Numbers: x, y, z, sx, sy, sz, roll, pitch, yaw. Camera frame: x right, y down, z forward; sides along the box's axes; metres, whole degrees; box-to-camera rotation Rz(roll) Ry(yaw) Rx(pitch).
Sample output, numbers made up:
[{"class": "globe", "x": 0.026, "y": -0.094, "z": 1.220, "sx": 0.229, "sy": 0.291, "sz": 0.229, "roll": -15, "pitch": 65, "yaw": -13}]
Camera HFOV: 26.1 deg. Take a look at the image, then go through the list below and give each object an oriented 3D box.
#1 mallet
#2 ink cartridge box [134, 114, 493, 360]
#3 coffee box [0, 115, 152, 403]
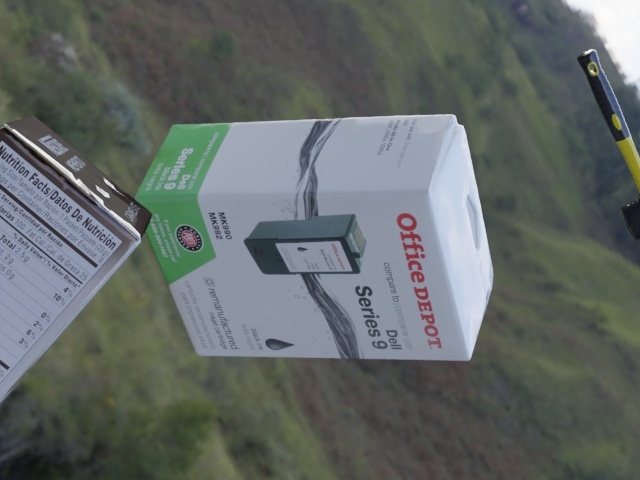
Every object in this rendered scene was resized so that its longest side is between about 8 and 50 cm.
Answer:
[{"class": "mallet", "x": 0.275, "y": -0.085, "z": 1.280, "sx": 0.190, "sy": 0.062, "sz": 0.039, "roll": 55, "pitch": 11, "yaw": -15}, {"class": "ink cartridge box", "x": 0.000, "y": 0.000, "z": 1.305, "sx": 0.121, "sy": 0.289, "sz": 0.211, "roll": -68, "pitch": 149, "yaw": -45}, {"class": "coffee box", "x": -0.214, "y": 0.053, "z": 0.788, "sx": 0.098, "sy": 0.246, "sz": 0.141, "roll": 41, "pitch": 2, "yaw": -9}]
